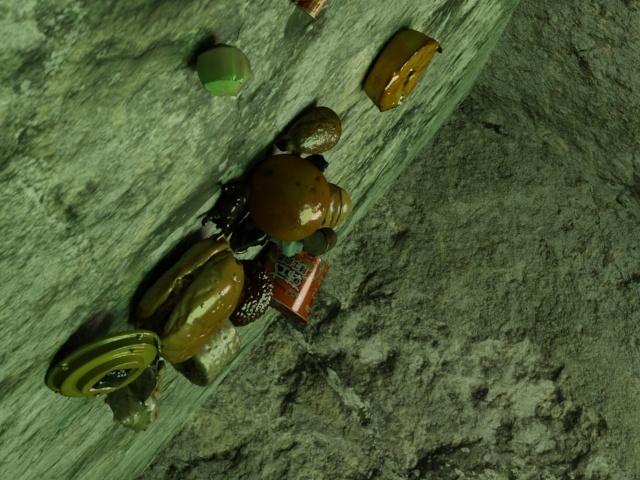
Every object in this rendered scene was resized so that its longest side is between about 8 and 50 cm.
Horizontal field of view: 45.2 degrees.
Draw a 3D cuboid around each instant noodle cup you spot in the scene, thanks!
[{"bbox_3d":[-0.105,0.119,2.426,0.192,0.250,0.250,-60,174,-12],"label":"instant noodle cup"}]

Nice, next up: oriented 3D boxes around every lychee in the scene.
[{"bbox_3d":[-0.219,0.147,2.058,0.188,0.188,0.188,-51,172,-10],"label":"lychee"}]

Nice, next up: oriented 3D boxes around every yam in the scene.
[{"bbox_3d":[0.000,0.003,2.235,0.084,0.084,0.127,-54,169,13],"label":"yam"}]

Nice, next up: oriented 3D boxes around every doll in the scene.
[{"bbox_3d":[-0.196,-0.074,1.667,0.139,0.057,0.165,-57,179,23],"label":"doll"}]

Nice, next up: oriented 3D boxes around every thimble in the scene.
[{"bbox_3d":[-0.307,0.255,1.941,0.148,0.196,0.229,-46,145,-26],"label":"thimble"}]

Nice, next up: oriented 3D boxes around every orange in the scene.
[{"bbox_3d":[-0.074,-0.099,1.739,0.206,0.206,0.206,-51,172,-10],"label":"orange"}]

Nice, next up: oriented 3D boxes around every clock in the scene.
[{"bbox_3d":[-0.423,0.258,1.531,0.237,0.057,0.237,-26,157,-12],"label":"clock"}]

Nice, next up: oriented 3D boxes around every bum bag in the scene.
[{"bbox_3d":[-0.104,-0.096,1.909,0.340,0.095,0.144,-48,-161,-17],"label":"bum bag"}]

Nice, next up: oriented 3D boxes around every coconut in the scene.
[{"bbox_3d":[-0.142,-0.250,1.124,0.083,0.081,0.082,-10,165,-22],"label":"coconut"}]

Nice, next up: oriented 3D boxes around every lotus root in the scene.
[{"bbox_3d":[-0.024,-0.243,1.765,0.191,0.095,0.108,-36,128,-48],"label":"lotus root"}]

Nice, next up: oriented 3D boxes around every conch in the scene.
[{"bbox_3d":[-0.425,0.342,1.838,0.178,0.163,0.245,-37,-168,25],"label":"conch"}]

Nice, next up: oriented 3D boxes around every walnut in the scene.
[{"bbox_3d":[0.020,-0.108,2.428,0.144,0.144,0.180,-46,178,-37],"label":"walnut"}]

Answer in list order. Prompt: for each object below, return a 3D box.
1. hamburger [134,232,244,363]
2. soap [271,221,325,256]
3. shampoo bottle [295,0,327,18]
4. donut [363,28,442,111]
[{"bbox_3d":[-0.280,0.127,1.712,0.318,0.158,0.318,-52,175,-6],"label":"hamburger"},{"bbox_3d":[-0.071,-0.066,2.194,0.193,0.109,0.324,-50,172,-15],"label":"soap"},{"bbox_3d":[0.037,-0.467,1.256,0.220,0.051,0.108,-53,173,11],"label":"shampoo bottle"},{"bbox_3d":[0.218,-0.458,2.070,0.253,0.118,0.253,-52,175,-7],"label":"donut"}]
